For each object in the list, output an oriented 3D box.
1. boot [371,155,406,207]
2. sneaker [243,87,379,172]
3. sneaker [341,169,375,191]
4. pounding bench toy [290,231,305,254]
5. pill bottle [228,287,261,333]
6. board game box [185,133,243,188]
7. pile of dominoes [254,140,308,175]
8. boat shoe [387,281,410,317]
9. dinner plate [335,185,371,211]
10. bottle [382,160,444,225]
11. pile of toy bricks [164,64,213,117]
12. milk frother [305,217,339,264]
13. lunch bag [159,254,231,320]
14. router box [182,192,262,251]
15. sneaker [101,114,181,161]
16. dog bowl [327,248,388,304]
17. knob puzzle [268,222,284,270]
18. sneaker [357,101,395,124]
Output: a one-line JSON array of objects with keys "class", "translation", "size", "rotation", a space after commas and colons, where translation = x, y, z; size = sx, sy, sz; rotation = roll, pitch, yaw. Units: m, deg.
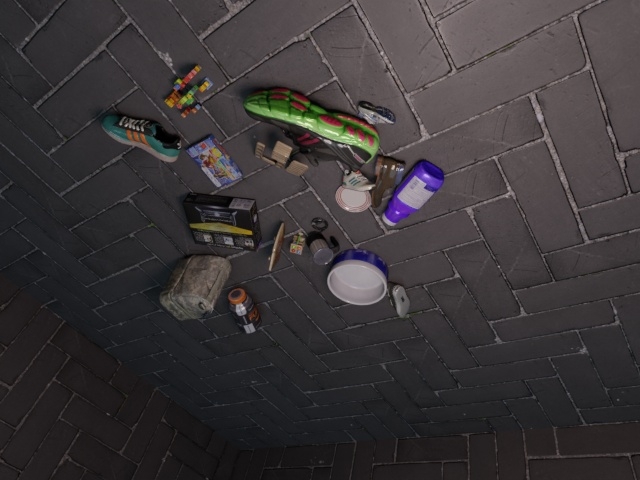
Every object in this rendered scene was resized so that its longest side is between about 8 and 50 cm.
[{"class": "boot", "translation": [0.248, -0.204, 1.676], "size": [0.106, 0.082, 0.219], "rotation": [10, 132, 11]}, {"class": "sneaker", "translation": [-0.045, -0.360, 1.548], "size": [0.483, 0.185, 0.202], "rotation": [23, 131, -3]}, {"class": "sneaker", "translation": [0.138, -0.224, 1.666], "size": [0.161, 0.057, 0.075], "rotation": [19, 114, 50]}, {"class": "pounding bench toy", "translation": [-0.099, 0.011, 1.992], "size": [0.052, 0.065, 0.083], "rotation": [15, 134, 4]}, {"class": "pill bottle", "translation": [-0.401, 0.361, 2.366], "size": [0.130, 0.130, 0.245], "rotation": [0, 132, 17]}, {"class": "board game box", "translation": [-0.421, -0.311, 1.809], "size": [0.136, 0.035, 0.201], "rotation": [-18, 125, 30]}, {"class": "pile of dominoes", "translation": [-0.140, -0.304, 1.653], "size": [0.196, 0.040, 0.251], "rotation": [25, 176, -10]}, {"class": "boat shoe", "translation": [0.359, 0.271, 2.101], "size": [0.070, 0.078, 0.219], "rotation": [28, 151, 41]}, {"class": "dinner plate", "translation": [0.130, -0.170, 1.787], "size": [0.141, 0.017, 0.141], "rotation": [9, 133, 9]}, {"class": "bottle", "translation": [0.331, -0.164, 1.680], "size": [0.118, 0.092, 0.283], "rotation": [28, 134, -9]}, {"class": "pile of toy bricks", "translation": [-0.472, -0.503, 1.596], "size": [0.212, 0.105, 0.118], "rotation": [-28, 119, 35]}, {"class": "milk frother", "translation": [0.000, 0.000, 1.903], "size": [0.129, 0.134, 0.143], "rotation": [-31, 126, 1]}, {"class": "lunch bag", "translation": [-0.578, 0.220, 2.167], "size": [0.256, 0.305, 0.212], "rotation": [-15, 127, 30]}, {"class": "router box", "translation": [-0.425, -0.079, 1.996], "size": [0.309, 0.081, 0.243], "rotation": [7, 133, 10]}, {"class": "sneaker", "translation": [-0.678, -0.420, 1.743], "size": [0.302, 0.108, 0.121], "rotation": [23, 134, -17]}, {"class": "dog bowl", "translation": [0.169, 0.165, 2.029], "size": [0.265, 0.104, 0.265], "rotation": [9, 134, 9]}, {"class": "knob puzzle", "translation": [-0.189, 0.014, 1.949], "size": [0.030, 0.213, 0.213], "rotation": [15, 134, 3]}, {"class": "sneaker", "translation": [0.187, -0.417, 1.524], "size": [0.135, 0.052, 0.058], "rotation": [25, 144, 3]}]
